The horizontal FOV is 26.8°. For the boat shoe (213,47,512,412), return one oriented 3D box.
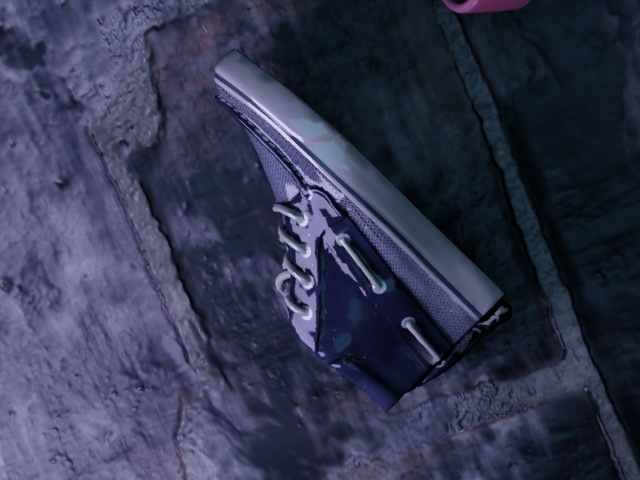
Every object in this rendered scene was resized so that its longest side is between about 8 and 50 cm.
[{"bbox_3d":[0.000,0.000,1.173,0.340,0.127,0.158,44,93,-5],"label":"boat shoe"}]

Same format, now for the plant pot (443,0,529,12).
[{"bbox_3d":[0.189,-0.291,1.085,0.180,0.201,0.201,-8,100,-10],"label":"plant pot"}]
